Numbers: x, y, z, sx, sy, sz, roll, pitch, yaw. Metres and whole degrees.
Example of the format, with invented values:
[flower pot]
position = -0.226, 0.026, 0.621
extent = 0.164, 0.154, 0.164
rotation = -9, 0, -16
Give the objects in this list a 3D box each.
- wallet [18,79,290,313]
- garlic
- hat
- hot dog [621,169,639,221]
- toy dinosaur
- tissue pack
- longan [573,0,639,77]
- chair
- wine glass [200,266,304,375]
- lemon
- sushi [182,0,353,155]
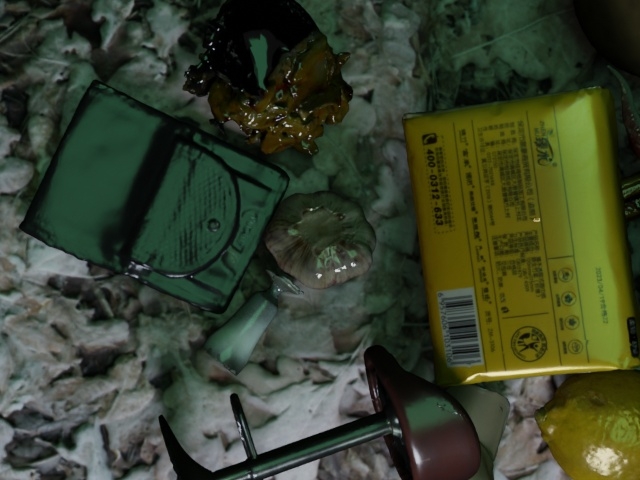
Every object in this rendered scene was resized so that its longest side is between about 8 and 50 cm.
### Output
[wallet]
position = -0.235, -0.055, 1.774
extent = 0.323, 0.041, 0.247
rotation = 25, 84, -4
[garlic]
position = 0.000, 0.000, 1.770
extent = 0.159, 0.102, 0.147
rotation = 10, 72, 4
[hat]
position = 0.206, 0.292, 1.780
extent = 0.147, 0.085, 0.175
rotation = 18, 106, -4
[hot dog]
position = 0.429, -0.054, 1.848
extent = 0.188, 0.055, 0.072
rotation = -19, 124, -3
[toy dinosaur]
position = 0.462, -0.150, 1.758
extent = 0.242, 0.053, 0.167
rotation = 35, 69, -43
[tissue pack]
position = 0.283, -0.002, 1.719
extent = 0.293, 0.228, 0.382
rotation = -8, 90, 16
[longan]
position = 0.505, -0.372, 1.746
extent = 0.318, 0.319, 0.319
rotation = 0, 88, -7
[chair]
position = -0.001, 0.286, 1.701
extent = 0.401, 0.226, 0.227
rotation = -17, 91, -7
[wine glass]
position = -0.097, 0.114, 1.769
extent = 0.072, 0.072, 0.155
rotation = 39, 83, -5
[lemon]
position = 0.429, 0.274, 1.774
extent = 0.256, 0.188, 0.188
rotation = 17, 86, -12
[sushi]
position = -0.065, -0.229, 1.733
extent = 0.204, 0.213, 0.200
rotation = 40, 107, 9
